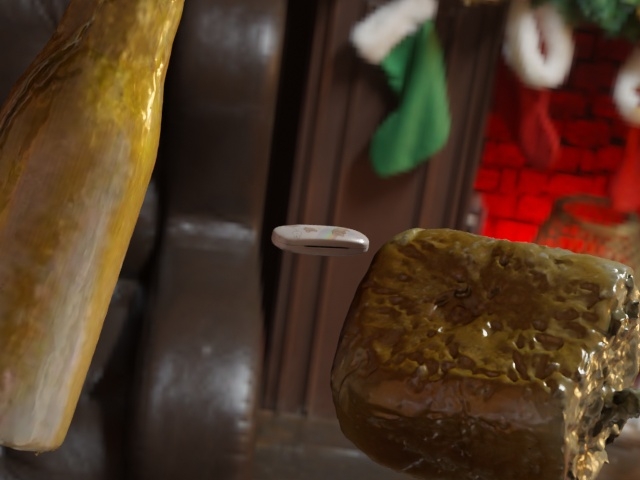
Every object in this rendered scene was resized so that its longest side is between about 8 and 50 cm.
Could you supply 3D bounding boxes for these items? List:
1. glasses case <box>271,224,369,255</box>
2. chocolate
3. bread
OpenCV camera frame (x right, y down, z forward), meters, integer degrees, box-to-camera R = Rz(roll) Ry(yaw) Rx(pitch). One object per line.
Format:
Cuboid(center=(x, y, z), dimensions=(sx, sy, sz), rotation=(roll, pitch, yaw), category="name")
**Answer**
Cuboid(center=(0.000, 0.000, 1.259), dimensions=(0.083, 0.021, 0.032), rotation=(3, 22, -21), category="glasses case")
Cuboid(center=(-0.108, -0.023, 0.630), dimensions=(0.086, 0.219, 0.085), rotation=(21, -1, 0), category="chocolate")
Cuboid(center=(0.148, 0.112, 1.223), dimensions=(0.246, 0.176, 0.195), rotation=(10, 54, 28), category="bread")
